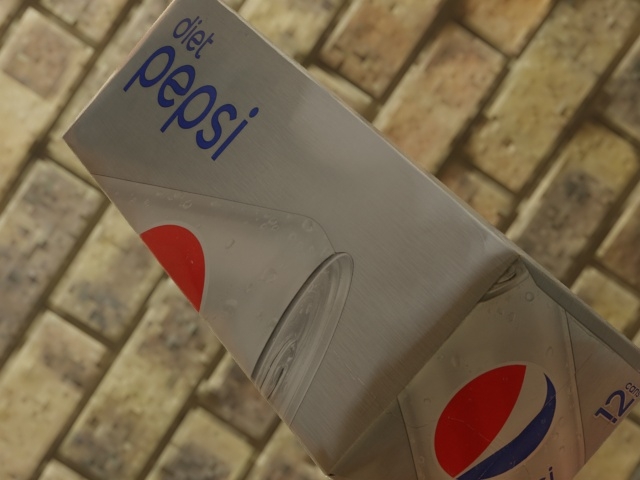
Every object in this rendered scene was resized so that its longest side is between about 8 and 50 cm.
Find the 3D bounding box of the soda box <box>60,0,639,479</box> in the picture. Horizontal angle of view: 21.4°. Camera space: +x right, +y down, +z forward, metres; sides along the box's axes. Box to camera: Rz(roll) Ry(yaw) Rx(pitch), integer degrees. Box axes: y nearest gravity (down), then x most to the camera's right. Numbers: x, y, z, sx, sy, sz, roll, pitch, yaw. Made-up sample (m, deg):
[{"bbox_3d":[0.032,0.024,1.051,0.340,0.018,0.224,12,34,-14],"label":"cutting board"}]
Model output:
[{"bbox_3d":[0.000,0.000,0.661,0.098,0.091,0.286,-50,37,5],"label":"soda box"}]
